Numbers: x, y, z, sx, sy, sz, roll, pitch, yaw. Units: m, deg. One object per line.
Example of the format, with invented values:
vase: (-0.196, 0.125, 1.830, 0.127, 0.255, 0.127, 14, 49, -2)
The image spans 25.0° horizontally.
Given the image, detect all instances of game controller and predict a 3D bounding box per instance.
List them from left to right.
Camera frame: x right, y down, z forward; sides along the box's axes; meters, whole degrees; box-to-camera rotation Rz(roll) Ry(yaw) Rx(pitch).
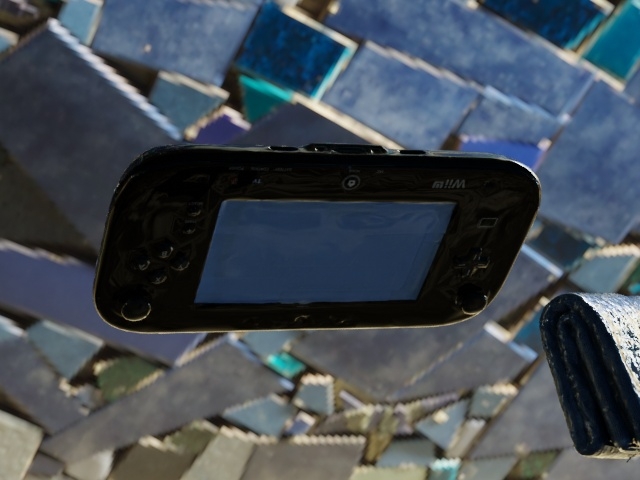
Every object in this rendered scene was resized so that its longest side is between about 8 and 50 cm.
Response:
game controller: (0.000, 0.000, 1.030, 0.319, 0.166, 0.067, 0, 52, -22)

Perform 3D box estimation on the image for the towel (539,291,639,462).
towel: (0.127, 0.052, 0.576, 0.119, 0.029, 0.067, 7, 63, -58)
